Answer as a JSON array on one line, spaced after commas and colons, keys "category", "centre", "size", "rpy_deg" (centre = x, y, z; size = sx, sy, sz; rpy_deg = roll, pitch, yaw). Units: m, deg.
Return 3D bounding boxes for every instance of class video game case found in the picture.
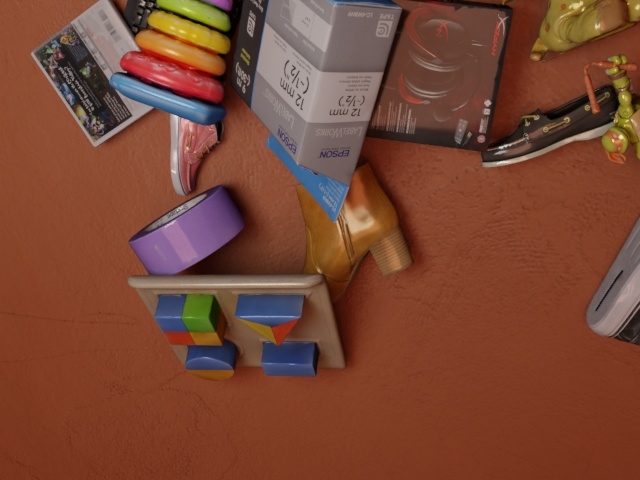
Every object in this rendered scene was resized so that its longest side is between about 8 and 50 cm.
[{"category": "video game case", "centre": [-0.372, -0.282, 1.226], "size": [0.173, 0.022, 0.190], "rpy_deg": [-29, 101, 18]}]

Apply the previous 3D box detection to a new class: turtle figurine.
[{"category": "turtle figurine", "centre": [0.500, -0.178, 1.079], "size": [0.217, 0.087, 0.269], "rpy_deg": [-33, 102, -10]}]

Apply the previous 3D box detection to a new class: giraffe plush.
[{"category": "giraffe plush", "centre": [0.374, -0.372, 1.046], "size": [0.210, 0.181, 0.170], "rpy_deg": [-15, 98, 51]}]

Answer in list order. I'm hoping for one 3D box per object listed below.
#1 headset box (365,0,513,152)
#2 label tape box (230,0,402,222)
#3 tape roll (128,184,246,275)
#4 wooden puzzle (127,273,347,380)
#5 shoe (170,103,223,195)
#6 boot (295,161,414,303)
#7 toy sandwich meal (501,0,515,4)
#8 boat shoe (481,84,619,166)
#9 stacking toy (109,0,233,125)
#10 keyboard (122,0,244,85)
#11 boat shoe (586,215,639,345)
[{"category": "headset box", "centre": [0.131, -0.270, 1.130], "size": [0.293, 0.110, 0.218], "rpy_deg": [9, 112, 6]}, {"category": "label tape box", "centre": [-0.033, -0.229, 1.069], "size": [0.115, 0.249, 0.347], "rpy_deg": [-6, 130, -32]}, {"category": "tape roll", "centre": [-0.228, -0.015, 1.242], "size": [0.189, 0.189, 0.080], "rpy_deg": [-26, 103, 17]}, {"category": "wooden puzzle", "centre": [-0.131, 0.166, 1.250], "size": [0.322, 0.080, 0.347], "rpy_deg": [-1, 147, 9]}, {"category": "shoe", "centre": [-0.213, -0.160, 1.254], "size": [0.081, 0.063, 0.177], "rpy_deg": [5, 112, 5]}, {"category": "boot", "centre": [0.000, 0.000, 1.270], "size": [0.295, 0.104, 0.211], "rpy_deg": [-27, 95, 19]}, {"category": "toy sandwich meal", "centre": [0.265, -0.379, 1.041], "size": [0.029, 0.085, 0.085], "rpy_deg": [-14, 109, -12]}, {"category": "boat shoe", "centre": [0.359, -0.179, 1.145], "size": [0.228, 0.081, 0.068], "rpy_deg": [-19, 105, 8]}, {"category": "stacking toy", "centre": [-0.191, -0.341, 1.094], "size": [0.166, 0.175, 0.301], "rpy_deg": [21, 101, 0]}, {"category": "keyboard", "centre": [-0.219, -0.374, 1.179], "size": [0.202, 0.033, 0.317], "rpy_deg": [26, 118, -1]}, {"category": "boat shoe", "centre": [0.569, 0.032, 1.179], "size": [0.119, 0.121, 0.335], "rpy_deg": [20, 123, -7]}]
